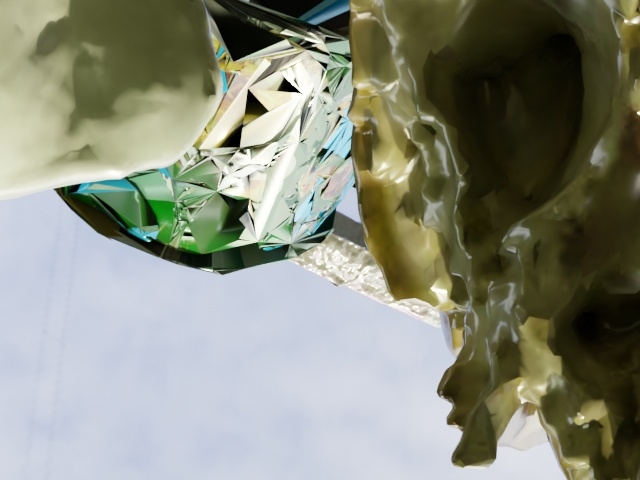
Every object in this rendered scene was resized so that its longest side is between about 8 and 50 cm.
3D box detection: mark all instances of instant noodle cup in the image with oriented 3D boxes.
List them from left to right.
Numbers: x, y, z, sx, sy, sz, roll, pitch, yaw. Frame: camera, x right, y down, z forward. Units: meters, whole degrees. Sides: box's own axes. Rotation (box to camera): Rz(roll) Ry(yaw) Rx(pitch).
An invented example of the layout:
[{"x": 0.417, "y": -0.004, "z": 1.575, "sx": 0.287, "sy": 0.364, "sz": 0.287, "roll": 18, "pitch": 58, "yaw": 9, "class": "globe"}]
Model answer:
[{"x": -0.050, "y": -0.124, "z": 0.848, "sx": 0.240, "sy": 0.178, "sz": 0.240, "roll": 13, "pitch": -131, "yaw": -16, "class": "instant noodle cup"}]

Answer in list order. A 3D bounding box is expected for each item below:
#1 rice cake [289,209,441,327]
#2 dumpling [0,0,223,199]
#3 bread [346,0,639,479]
[{"x": 0.000, "y": -0.001, "z": 1.016, "sx": 0.049, "sy": 0.269, "sz": 0.055, "roll": -46, "pitch": -140, "yaw": 23, "class": "rice cake"}, {"x": -0.141, "y": -0.074, "z": 0.386, "sx": 0.228, "sy": 0.124, "sz": 0.151, "roll": 0, "pitch": -92, "yaw": -13, "class": "dumpling"}, {"x": 0.108, "y": -0.065, "z": 0.401, "sx": 0.191, "sy": 0.370, "sz": 0.314, "roll": 12, "pitch": -93, "yaw": 31, "class": "bread"}]
